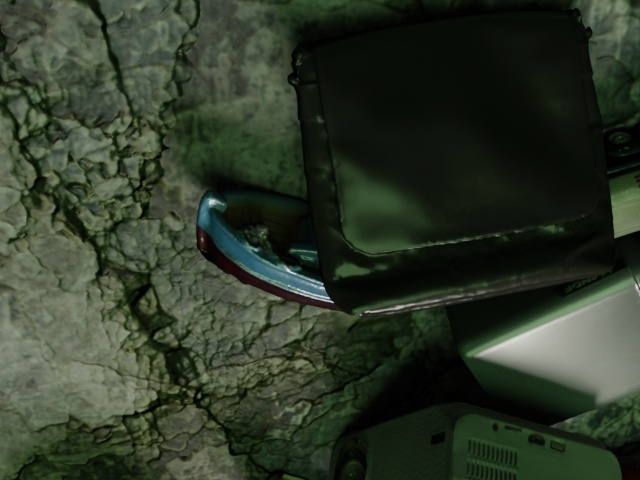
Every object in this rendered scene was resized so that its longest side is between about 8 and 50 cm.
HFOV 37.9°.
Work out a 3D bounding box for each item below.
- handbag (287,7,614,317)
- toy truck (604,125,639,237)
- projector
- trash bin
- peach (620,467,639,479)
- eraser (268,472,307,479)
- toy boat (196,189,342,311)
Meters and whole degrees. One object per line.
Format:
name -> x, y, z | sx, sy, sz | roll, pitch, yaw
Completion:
handbag -> 0.105, -0.063, 0.746 | 0.247, 0.080, 0.223 | -10, 94, -8
toy truck -> 0.315, -0.062, 0.812 | 0.201, 0.088, 0.074 | -17, 125, 3
projector -> 0.144, 0.254, 0.946 | 0.198, 0.108, 0.250 | 19, 153, -20
trash bin -> 0.260, 0.079, 0.903 | 0.236, 0.101, 0.177 | -26, 127, 14
peach -> 0.388, 0.373, 1.056 | 0.256, 0.232, 0.232 | -17, 127, 17
eraser -> -0.009, 0.346, 1.008 | 0.117, 0.172, 0.058 | 26, 120, -25
toy boat -> 0.000, 0.000, 0.802 | 0.223, 0.100, 0.097 | 16, 131, -22
